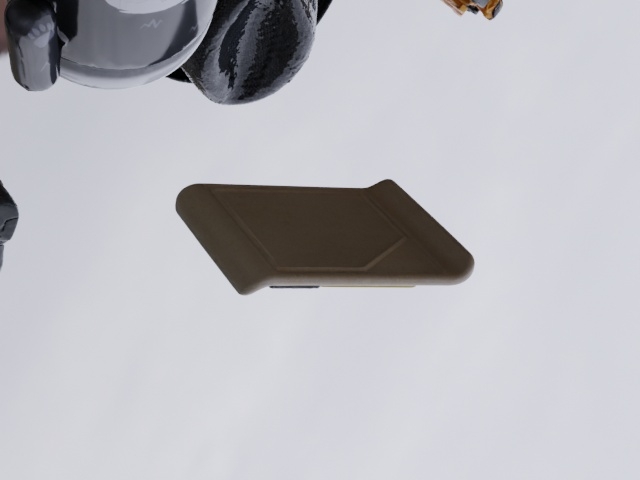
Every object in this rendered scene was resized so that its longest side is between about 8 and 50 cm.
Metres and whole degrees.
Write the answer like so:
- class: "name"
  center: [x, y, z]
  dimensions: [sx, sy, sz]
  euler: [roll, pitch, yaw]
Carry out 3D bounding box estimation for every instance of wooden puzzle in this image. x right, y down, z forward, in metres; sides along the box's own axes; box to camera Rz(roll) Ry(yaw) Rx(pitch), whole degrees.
- class: "wooden puzzle"
  center: [0.000, 0.000, 1.650]
  dimensions: [0.221, 0.239, 0.044]
  euler: [-132, -136, -56]

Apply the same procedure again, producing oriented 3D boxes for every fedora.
- class: "fedora"
  center: [-0.094, -0.283, 2.063]
  dimensions: [0.334, 0.334, 0.152]
  euler: [-43, -131, 24]

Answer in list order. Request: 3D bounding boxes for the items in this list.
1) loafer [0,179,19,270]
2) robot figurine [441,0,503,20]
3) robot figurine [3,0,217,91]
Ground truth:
- class: "loafer"
  center: [-0.377, 0.002, 1.848]
  dimensions: [0.170, 0.062, 0.061]
  euler: [-55, -140, 30]
- class: "robot figurine"
  center: [0.079, -0.337, 1.758]
  dimensions: [0.085, 0.291, 0.211]
  euler: [-53, -178, 5]
- class: "robot figurine"
  center: [-0.156, -0.230, 1.263]
  dimensions: [0.278, 0.209, 0.173]
  euler: [110, -41, -65]
